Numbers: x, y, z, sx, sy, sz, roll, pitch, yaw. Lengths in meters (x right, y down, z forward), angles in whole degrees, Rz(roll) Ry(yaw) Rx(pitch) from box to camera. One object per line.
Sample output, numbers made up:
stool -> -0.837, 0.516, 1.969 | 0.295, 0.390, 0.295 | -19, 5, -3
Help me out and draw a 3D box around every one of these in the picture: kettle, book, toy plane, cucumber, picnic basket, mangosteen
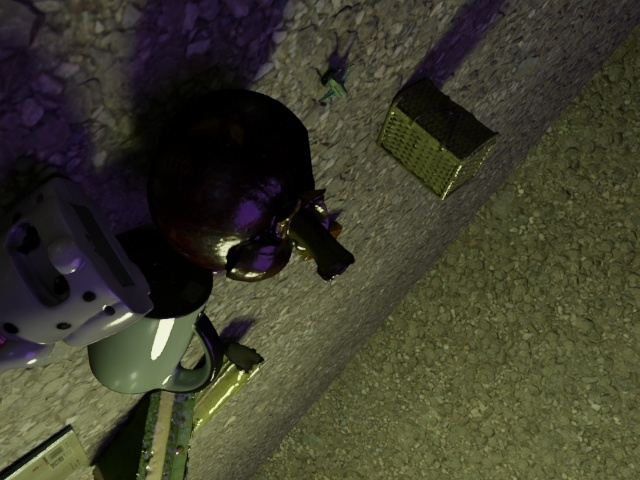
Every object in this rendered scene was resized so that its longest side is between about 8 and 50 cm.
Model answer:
kettle -> -0.243, 0.135, 0.916 | 0.236, 0.221, 0.161 | -61, 179, 39
book -> -0.598, 0.494, 1.203 | 0.282, 0.025, 0.215 | -35, 157, -31
toy plane -> 0.025, -0.248, 0.973 | 0.080, 0.033, 0.083 | -48, 168, 5
cucumber -> -0.282, 0.383, 1.528 | 0.325, 0.105, 0.145 | -50, 170, 17
picnic basket -> 0.240, -0.213, 1.246 | 0.134, 0.196, 0.154 | -31, 156, -35
mangosteen -> -0.074, -0.055, 0.764 | 0.231, 0.289, 0.231 | -58, 170, -17

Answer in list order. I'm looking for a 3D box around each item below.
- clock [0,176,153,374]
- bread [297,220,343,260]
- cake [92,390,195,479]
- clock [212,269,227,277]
clock -> -0.340, 0.071, 0.684 | 0.254, 0.189, 0.189 | -33, 162, 3
bread -> 0.000, 0.000, 1.427 | 0.094, 0.035, 0.090 | -16, 145, -55
cake -> -0.416, 0.471, 1.448 | 0.158, 0.172, 0.284 | 12, 88, -53
clock -> -0.163, 0.011, 0.991 | 0.152, 0.110, 0.050 | -28, 151, -40
